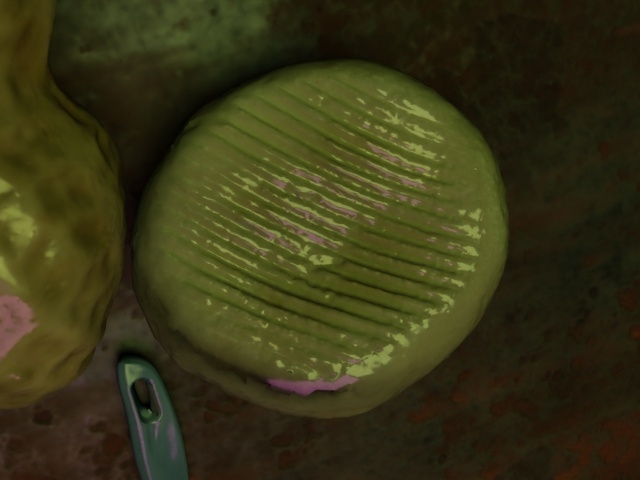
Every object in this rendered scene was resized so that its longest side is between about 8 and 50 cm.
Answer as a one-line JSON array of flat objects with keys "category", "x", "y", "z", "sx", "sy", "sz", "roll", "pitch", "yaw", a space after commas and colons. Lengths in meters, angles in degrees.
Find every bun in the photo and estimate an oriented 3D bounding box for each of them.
[{"category": "bun", "x": 0.000, "y": 0.000, "z": 0.611, "sx": 0.222, "sy": 0.127, "sz": 0.222, "roll": 0, "pitch": 86, "yaw": 2}]

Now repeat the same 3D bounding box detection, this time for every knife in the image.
[{"category": "knife", "x": -0.086, "y": 0.211, "z": 0.705, "sx": 0.044, "sy": 0.019, "sz": 0.313, "roll": -18, "pitch": 114, "yaw": -16}]

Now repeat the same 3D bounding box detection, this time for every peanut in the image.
[{"category": "peanut", "x": -0.183, "y": -0.058, "z": 0.522, "sx": 0.147, "sy": 0.147, "sz": 0.306, "roll": -19, "pitch": 108, "yaw": -12}]
